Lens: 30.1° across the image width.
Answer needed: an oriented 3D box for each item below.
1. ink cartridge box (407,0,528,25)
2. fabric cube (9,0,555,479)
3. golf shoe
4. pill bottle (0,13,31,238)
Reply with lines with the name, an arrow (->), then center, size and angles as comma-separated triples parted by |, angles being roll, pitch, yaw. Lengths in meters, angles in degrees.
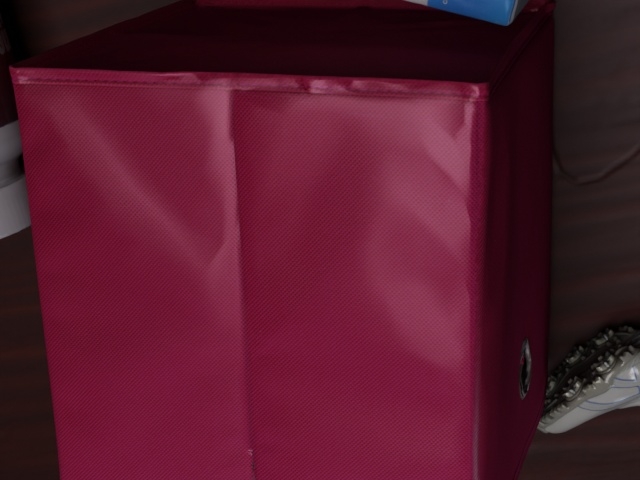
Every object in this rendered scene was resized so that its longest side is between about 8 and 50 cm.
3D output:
ink cartridge box -> 0.019, -0.201, 0.694 | 0.231, 0.134, 0.078 | 17, 116, 11
fabric cube -> 0.000, 0.000, 0.715 | 0.259, 0.254, 0.258 | 5, 110, 18
golf shoe -> 0.220, 0.090, 0.781 | 0.086, 0.069, 0.176 | 46, 119, -9
pill bottle -> -0.274, -0.110, 0.838 | 0.121, 0.121, 0.221 | -7, 108, 21
